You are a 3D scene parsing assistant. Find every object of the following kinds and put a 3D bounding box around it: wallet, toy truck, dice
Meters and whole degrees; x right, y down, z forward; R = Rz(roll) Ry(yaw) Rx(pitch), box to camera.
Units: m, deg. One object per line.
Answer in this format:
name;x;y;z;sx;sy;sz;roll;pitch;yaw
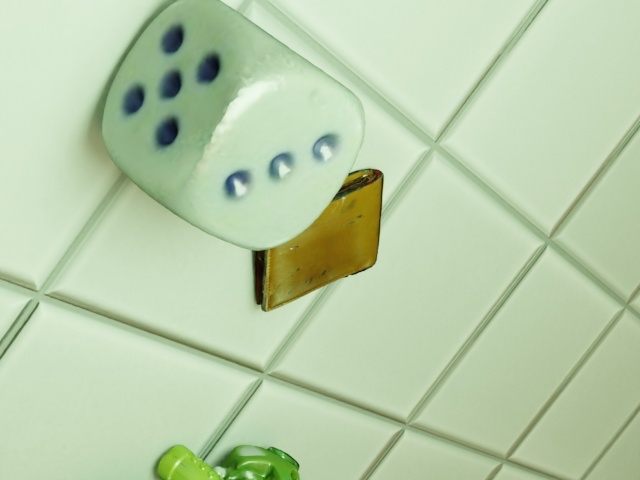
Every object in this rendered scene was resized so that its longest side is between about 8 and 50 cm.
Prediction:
wallet;-0.002;-0.002;1.243;0.195;0.042;0.161;-25;139;-28
toy truck;-0.105;0.361;1.319;0.148;0.187;0.210;-56;139;-1
dice;-0.087;-0.116;0.958;0.193;0.194;0.192;28;99;-47
